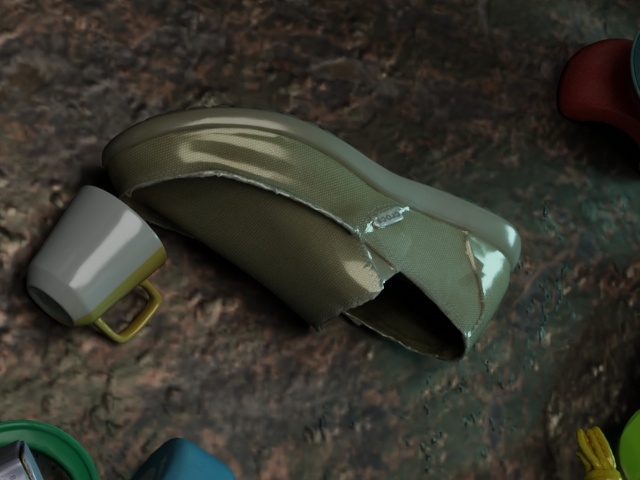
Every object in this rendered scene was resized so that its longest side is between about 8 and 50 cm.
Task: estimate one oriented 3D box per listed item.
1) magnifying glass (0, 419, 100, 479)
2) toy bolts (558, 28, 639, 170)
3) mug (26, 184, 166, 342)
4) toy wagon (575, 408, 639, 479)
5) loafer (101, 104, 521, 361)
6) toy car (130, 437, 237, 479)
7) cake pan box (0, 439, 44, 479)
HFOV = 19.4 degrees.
[{"bbox_3d":[-0.188,0.197,0.955,0.092,0.026,0.231,27,65,-1],"label":"magnifying glass"},{"bbox_3d":[0.244,-0.177,1.222,0.218,0.158,0.228,31,63,-17],"label":"toy bolts"},{"bbox_3d":[-0.123,0.018,1.031,0.078,0.062,0.064,41,68,-4],"label":"mug"},{"bbox_3d":[0.318,0.110,1.187,0.344,0.068,0.267,-16,62,-13],"label":"toy wagon"},{"bbox_3d":[0.000,0.000,1.075,0.269,0.102,0.092,17,62,-23],"label":"loafer"},{"bbox_3d":[0.002,0.215,0.932,0.219,0.238,0.210,37,62,-13],"label":"toy car"},{"bbox_3d":[-0.188,0.260,0.847,0.246,0.070,0.266,-26,94,-5],"label":"cake pan box"}]
